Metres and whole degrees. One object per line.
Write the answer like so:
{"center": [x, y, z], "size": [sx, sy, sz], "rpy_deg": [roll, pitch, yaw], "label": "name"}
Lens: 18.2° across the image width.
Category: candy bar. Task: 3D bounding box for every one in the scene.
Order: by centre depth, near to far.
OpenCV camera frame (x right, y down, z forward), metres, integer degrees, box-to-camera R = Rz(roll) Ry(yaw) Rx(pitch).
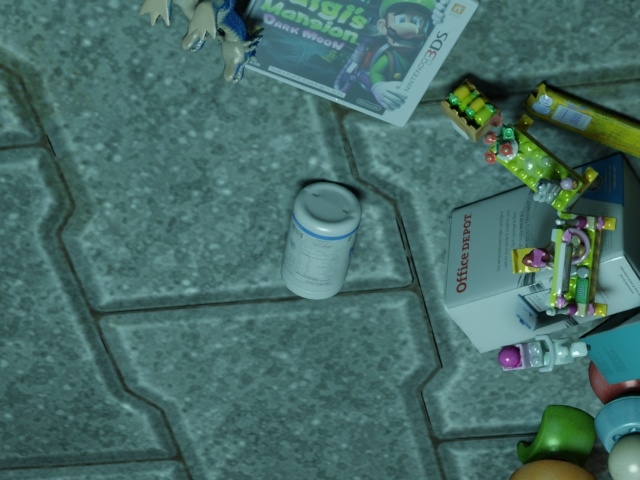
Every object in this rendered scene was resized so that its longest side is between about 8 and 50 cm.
{"center": [0.272, -0.110, 1.912], "size": [0.161, 0.018, 0.040], "rpy_deg": [20, 130, -11], "label": "candy bar"}

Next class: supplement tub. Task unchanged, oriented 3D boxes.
{"center": [0.000, 0.000, 2.024], "size": [0.071, 0.071, 0.107], "rpy_deg": [10, 136, -2], "label": "supplement tub"}

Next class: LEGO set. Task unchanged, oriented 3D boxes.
{"center": [0.189, -0.023, 1.830], "size": [0.132, 0.287, 0.107], "rpy_deg": [-18, 174, 25], "label": "LEGO set"}

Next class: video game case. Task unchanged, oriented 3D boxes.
{"center": [0.027, -0.199, 1.857], "size": [0.190, 0.022, 0.173], "rpy_deg": [20, 134, -11], "label": "video game case"}

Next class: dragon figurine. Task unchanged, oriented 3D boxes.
{"center": [-0.088, -0.266, 1.754], "size": [0.085, 0.144, 0.289], "rpy_deg": [16, 117, 11], "label": "dragon figurine"}

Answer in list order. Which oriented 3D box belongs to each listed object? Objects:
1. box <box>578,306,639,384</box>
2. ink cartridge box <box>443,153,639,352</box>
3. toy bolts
{"center": [0.336, 0.085, 1.944], "size": [0.100, 0.244, 0.060], "rpy_deg": [-33, 88, -10], "label": "box"}
{"center": [0.224, 0.013, 1.955], "size": [0.190, 0.140, 0.082], "rpy_deg": [-20, 131, 26], "label": "ink cartridge box"}
{"center": [0.332, 0.250, 2.159], "size": [0.218, 0.158, 0.228], "rpy_deg": [18, 134, -9], "label": "toy bolts"}
